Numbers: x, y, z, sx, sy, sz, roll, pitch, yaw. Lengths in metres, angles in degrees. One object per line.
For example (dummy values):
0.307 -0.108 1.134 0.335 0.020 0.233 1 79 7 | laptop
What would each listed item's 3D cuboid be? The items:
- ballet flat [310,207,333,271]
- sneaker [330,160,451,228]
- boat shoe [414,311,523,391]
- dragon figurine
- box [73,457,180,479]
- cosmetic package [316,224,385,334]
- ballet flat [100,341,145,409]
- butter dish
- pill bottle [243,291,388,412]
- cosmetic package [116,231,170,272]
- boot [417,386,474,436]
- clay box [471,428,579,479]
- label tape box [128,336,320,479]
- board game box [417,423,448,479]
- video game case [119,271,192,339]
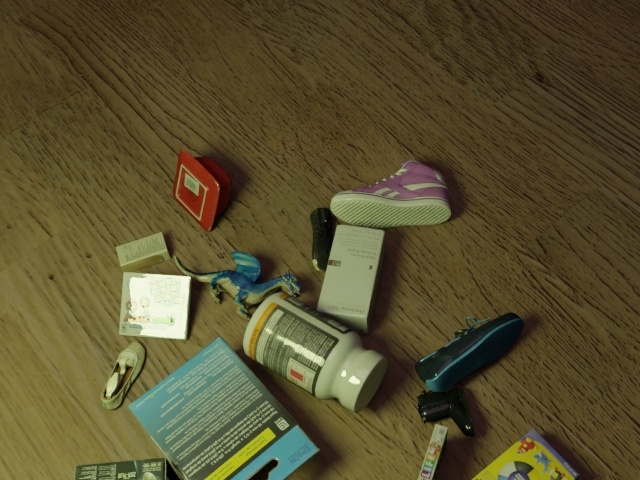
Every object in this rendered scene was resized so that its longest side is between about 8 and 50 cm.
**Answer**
0.000 0.000 2.126 0.049 0.057 0.173 -28 46 37 | ballet flat
0.162 -0.117 2.155 0.282 0.102 0.161 2 53 -6 | sneaker
0.311 0.214 1.910 0.258 0.109 0.089 -25 40 -23 | boat shoe
-0.180 0.083 2.057 0.289 0.085 0.144 27 63 20 | dragon figurine
-0.374 0.491 1.775 0.180 0.147 0.077 -5 57 1 | box
0.072 0.085 2.034 0.117 0.085 0.231 6 57 10 | cosmetic package
-0.427 0.287 1.969 0.057 0.052 0.168 10 59 12 | ballet flat
-0.267 -0.131 2.187 0.118 0.159 0.160 -23 55 -37 | butter dish
-0.010 0.235 1.898 0.278 0.162 0.162 28 64 21 | pill bottle
-0.417 0.030 2.140 0.115 0.041 0.060 -17 58 -6 | cosmetic package
0.256 0.356 1.865 0.099 0.045 0.121 -10 50 -4 | boot
0.377 0.485 1.765 0.222 0.053 0.127 -35 60 -17 | clay box
-0.192 0.396 1.845 0.241 0.106 0.334 -37 62 -17 | label tape box
0.214 0.449 1.774 0.026 0.103 0.154 15 60 15 | board game box
-0.370 0.146 2.035 0.157 0.019 0.143 3 88 8 | video game case
